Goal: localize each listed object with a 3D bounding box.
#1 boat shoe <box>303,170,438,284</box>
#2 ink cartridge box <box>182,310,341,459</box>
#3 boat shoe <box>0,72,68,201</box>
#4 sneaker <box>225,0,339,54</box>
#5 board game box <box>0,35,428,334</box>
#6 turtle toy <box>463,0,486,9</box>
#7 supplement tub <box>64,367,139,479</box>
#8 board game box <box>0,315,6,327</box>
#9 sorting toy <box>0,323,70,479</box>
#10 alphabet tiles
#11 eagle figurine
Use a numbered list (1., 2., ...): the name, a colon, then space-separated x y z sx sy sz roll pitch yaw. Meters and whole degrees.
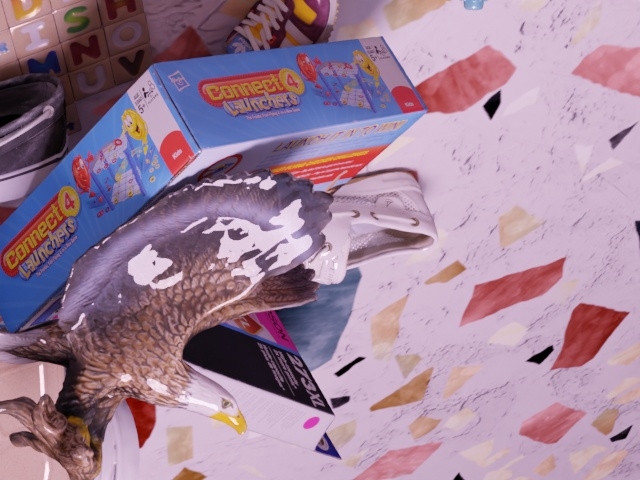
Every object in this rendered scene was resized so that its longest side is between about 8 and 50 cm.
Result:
1. boat shoe: 0.000 0.000 1.828 0.277 0.096 0.098 -15 145 -23
2. ink cartridge box: -0.096 0.118 1.835 0.069 0.176 0.371 -41 146 13
3. boat shoe: -0.346 -0.066 1.436 0.306 0.113 0.105 -16 138 -26
4. sneaker: -0.040 -0.189 1.569 0.084 0.069 0.185 -21 146 -25
5. board game box: -0.106 -0.052 1.562 0.308 0.086 0.302 -14 159 -50
6. turtle toy: 0.143 -0.263 1.620 0.095 0.066 0.130 -36 147 7
7. supplement tub: -0.362 0.213 1.696 0.325 0.235 0.235 10 129 -46
8. board game box: -0.342 0.041 1.672 0.154 0.026 0.103 2 135 -40
9. sorting toy: -0.310 0.184 1.543 0.193 0.038 0.208 -17 121 -39
10. alphabet tiles: -0.259 -0.145 1.509 0.237 0.009 0.198 -22 146 -12
11. eagle figurine: -0.133 0.073 1.470 0.225 0.226 0.298 47 68 -37
